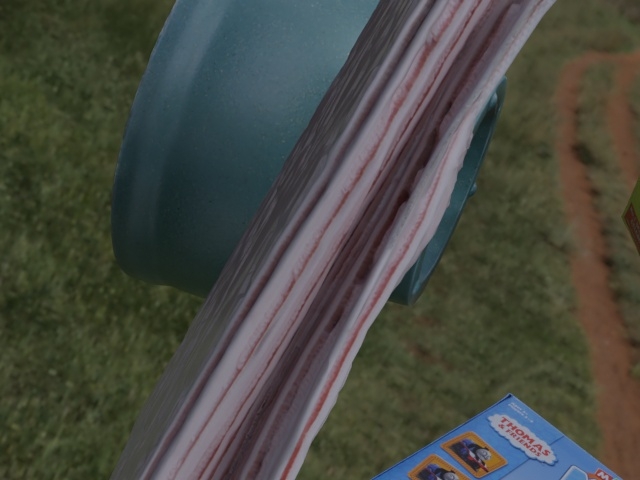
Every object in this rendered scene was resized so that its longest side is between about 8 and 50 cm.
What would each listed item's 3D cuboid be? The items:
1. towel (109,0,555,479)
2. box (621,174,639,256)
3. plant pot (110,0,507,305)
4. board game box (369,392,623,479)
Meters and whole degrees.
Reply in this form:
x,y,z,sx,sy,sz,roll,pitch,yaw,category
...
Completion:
x,y,z,sx,sy,sz,roll,pitch,yaw,category
0.000,0.000,0.505,0.053,0.317,0.332,30,2,-4,towel
0.271,-0.039,0.875,0.232,0.058,0.087,82,-11,-68,box
0.011,-0.069,0.878,0.196,0.293,0.293,24,18,10,plant pot
0.112,0.179,0.723,0.160,0.039,0.211,37,34,26,board game box
